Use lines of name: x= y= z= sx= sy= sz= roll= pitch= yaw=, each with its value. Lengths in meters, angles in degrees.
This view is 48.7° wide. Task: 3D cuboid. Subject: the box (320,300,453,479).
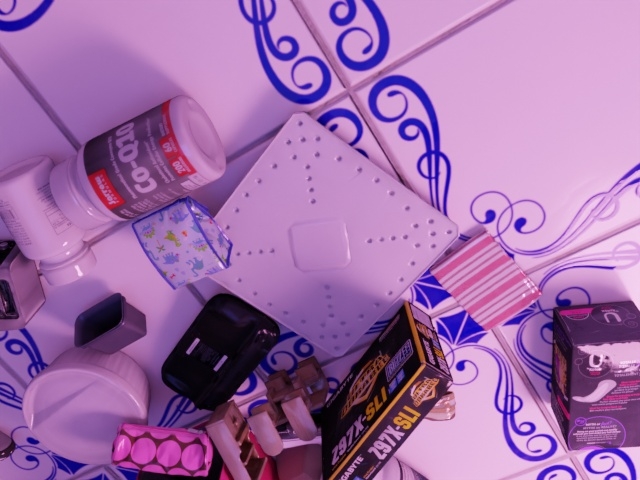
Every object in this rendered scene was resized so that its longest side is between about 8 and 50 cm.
box: x=0.118 y=0.309 z=1.396 sx=0.079 sy=0.257 sz=0.322 roll=31 pitch=107 yaw=-14

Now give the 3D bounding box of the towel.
towel: x=0.332 y=0.082 z=1.417 sx=0.144 sy=0.029 sz=0.197 roll=-38 pitch=107 yaw=21

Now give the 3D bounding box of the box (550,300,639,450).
box: x=0.568 y=0.275 z=1.436 sx=0.165 sy=0.143 sz=0.270 roll=-5 pitch=117 yaw=4

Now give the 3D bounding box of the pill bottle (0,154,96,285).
pill bottle: x=-0.525 y=-0.034 z=1.352 sx=0.131 sy=0.131 sz=0.229 roll=-14 pitch=116 yaw=11

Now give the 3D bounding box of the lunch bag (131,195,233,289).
lunch bag: x=-0.256 y=-0.002 z=1.314 sx=0.129 sy=0.096 sz=0.151 roll=-24 pitch=124 yaw=16

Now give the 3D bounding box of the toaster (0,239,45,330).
toaster: x=-0.670 y=0.095 z=1.443 sx=0.168 sy=0.110 sz=0.185 roll=-1 pitch=118 yaw=5

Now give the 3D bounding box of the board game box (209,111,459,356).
board game box: x=0.000 y=0.000 z=1.381 sx=0.390 sy=0.050 sz=0.390 roll=35 pitch=115 yaw=-14

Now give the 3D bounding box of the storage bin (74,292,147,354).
storage bin: x=-0.437 y=0.179 z=1.491 sx=0.135 sy=0.098 sz=0.091 roll=-29 pitch=140 yaw=17

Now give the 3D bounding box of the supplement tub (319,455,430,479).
supplement tub: x=0.149 y=0.589 z=1.594 sx=0.272 sy=0.191 sz=0.191 roll=38 pitch=114 yaw=-22

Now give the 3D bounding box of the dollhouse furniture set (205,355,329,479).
dollhouse furniture set: x=-0.087 y=0.390 z=1.474 sx=0.242 sy=0.212 sz=0.161 roll=-25 pitch=98 yaw=11

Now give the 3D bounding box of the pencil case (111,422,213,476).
pencil case: x=-0.328 y=0.430 z=1.472 sx=0.209 sy=0.095 sz=0.098 roll=5 pitch=112 yaw=-2

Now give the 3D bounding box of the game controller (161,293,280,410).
game controller: x=-0.221 y=0.245 z=1.510 sx=0.166 sy=0.067 sz=0.319 roll=38 pitch=122 yaw=-1

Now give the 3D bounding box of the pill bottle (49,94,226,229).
pill bottle: x=-0.329 y=-0.131 z=1.268 sx=0.283 sy=0.161 sz=0.161 roll=-23 pitch=114 yaw=15

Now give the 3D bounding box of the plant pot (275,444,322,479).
plant pot: x=-0.037 y=0.543 z=1.648 sx=0.109 sy=0.096 sz=0.109 roll=-37 pitch=109 yaw=21

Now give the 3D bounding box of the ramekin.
ramekin: x=-0.501 y=0.351 z=1.559 sx=0.273 sy=0.127 sz=0.273 roll=2 pitch=119 yaw=3

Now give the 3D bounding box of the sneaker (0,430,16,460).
sneaker: x=-0.837 y=0.429 z=1.642 sx=0.271 sy=0.100 sz=0.108 roll=31 pitch=110 yaw=-12

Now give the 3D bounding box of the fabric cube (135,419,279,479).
fabric cube: x=-0.246 y=0.596 z=1.604 sx=0.259 sy=0.254 sz=0.258 roll=-25 pitch=115 yaw=16

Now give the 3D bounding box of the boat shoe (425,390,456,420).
boat shoe: x=0.202 y=0.355 z=1.557 sx=0.190 sy=0.068 sz=0.072 roll=-3 pitch=106 yaw=-5

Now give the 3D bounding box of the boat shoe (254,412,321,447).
boat shoe: x=-0.036 y=0.415 z=1.593 sx=0.229 sy=0.080 sz=0.076 roll=-1 pitch=108 yaw=5
